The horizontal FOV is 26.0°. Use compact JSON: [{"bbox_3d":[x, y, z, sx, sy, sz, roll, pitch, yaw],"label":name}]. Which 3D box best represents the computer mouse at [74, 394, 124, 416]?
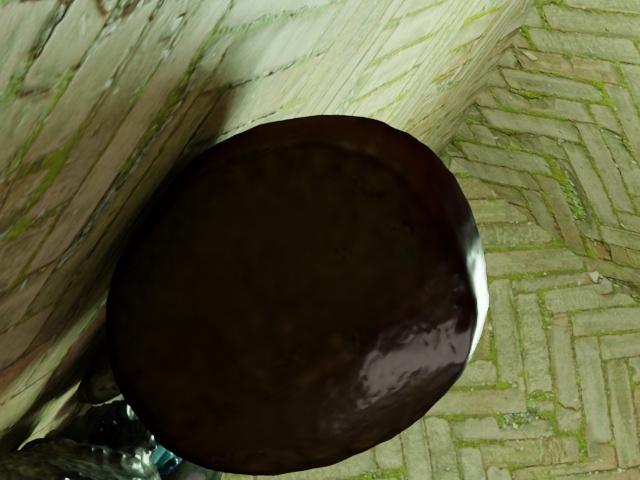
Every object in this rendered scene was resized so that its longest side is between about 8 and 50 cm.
[{"bbox_3d":[-0.287,0.200,1.808,0.066,0.039,0.096,-55,162,26],"label":"computer mouse"}]

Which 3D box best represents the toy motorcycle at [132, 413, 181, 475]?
[{"bbox_3d":[-0.267,0.263,1.923,0.260,0.154,0.206,-55,-161,-25],"label":"toy motorcycle"}]

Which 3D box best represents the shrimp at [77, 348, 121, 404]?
[{"bbox_3d":[-0.169,0.073,1.730,0.365,0.071,0.233,-47,-170,-21],"label":"shrimp"}]

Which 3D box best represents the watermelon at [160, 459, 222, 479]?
[{"bbox_3d":[-0.247,0.331,2.105,0.212,0.212,0.212,-51,174,-7],"label":"watermelon"}]

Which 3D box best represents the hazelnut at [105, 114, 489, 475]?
[{"bbox_3d":[-0.026,0.052,1.456,0.421,0.352,0.421,-51,-167,17],"label":"hazelnut"}]

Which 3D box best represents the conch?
[{"bbox_3d":[-0.292,0.293,1.589,0.313,0.240,0.186,-106,-157,-71],"label":"conch"}]
